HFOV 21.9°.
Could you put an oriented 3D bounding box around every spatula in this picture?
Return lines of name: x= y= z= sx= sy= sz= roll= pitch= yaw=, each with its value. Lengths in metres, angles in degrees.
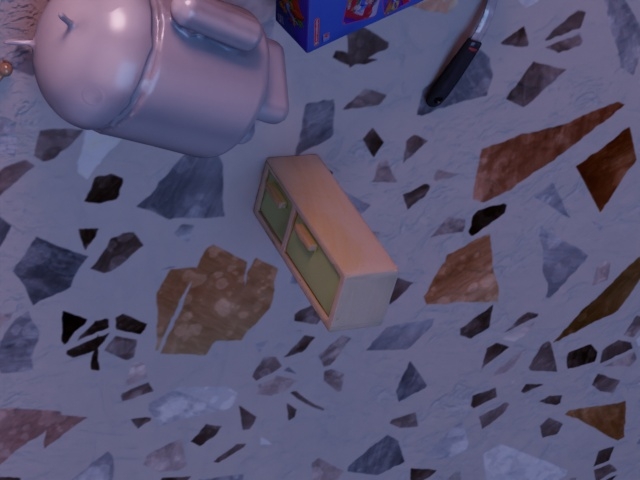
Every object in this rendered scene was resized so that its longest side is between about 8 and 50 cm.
spatula: x=0.228 y=-0.308 z=2.345 sx=0.084 sy=0.030 sz=0.296 roll=11 pitch=122 yaw=-33

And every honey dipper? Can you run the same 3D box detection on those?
honey dipper: x=-0.440 y=-0.162 z=2.072 sx=0.161 sy=0.030 sz=0.030 roll=-48 pitch=136 yaw=9

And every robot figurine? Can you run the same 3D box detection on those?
robot figurine: x=-0.205 y=-0.218 z=2.036 sx=0.353 sy=0.200 sz=0.300 roll=13 pitch=149 yaw=-40

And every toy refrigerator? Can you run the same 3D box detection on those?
toy refrigerator: x=0.000 y=0.000 z=2.308 sx=0.094 sy=0.269 sz=0.102 roll=-5 pitch=131 yaw=-27

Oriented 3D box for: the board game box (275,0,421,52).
board game box: x=0.062 y=-0.421 z=2.045 sx=0.233 sy=0.078 sz=0.347 roll=-27 pitch=146 yaw=-22
